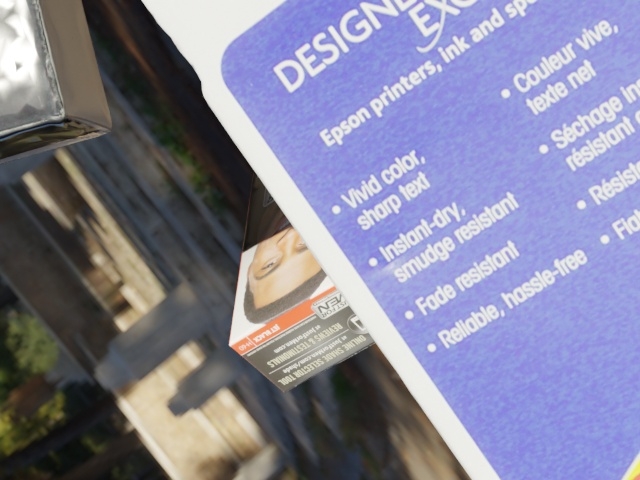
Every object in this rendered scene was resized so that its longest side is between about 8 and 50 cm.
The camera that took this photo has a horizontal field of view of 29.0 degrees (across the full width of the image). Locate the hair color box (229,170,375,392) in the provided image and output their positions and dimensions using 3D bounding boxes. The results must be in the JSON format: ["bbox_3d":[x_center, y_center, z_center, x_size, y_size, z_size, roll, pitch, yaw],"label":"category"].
[{"bbox_3d":[0.000,0.000,0.616,0.043,0.072,0.141,44,-151,-29],"label":"hair color box"}]

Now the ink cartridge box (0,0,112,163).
[{"bbox_3d":[-0.200,-0.179,0.461,0.065,0.165,0.333,5,-111,-82],"label":"ink cartridge box"}]

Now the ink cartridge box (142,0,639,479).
[{"bbox_3d":[0.135,-0.063,0.359,0.307,0.303,0.072,56,-162,-2],"label":"ink cartridge box"}]
